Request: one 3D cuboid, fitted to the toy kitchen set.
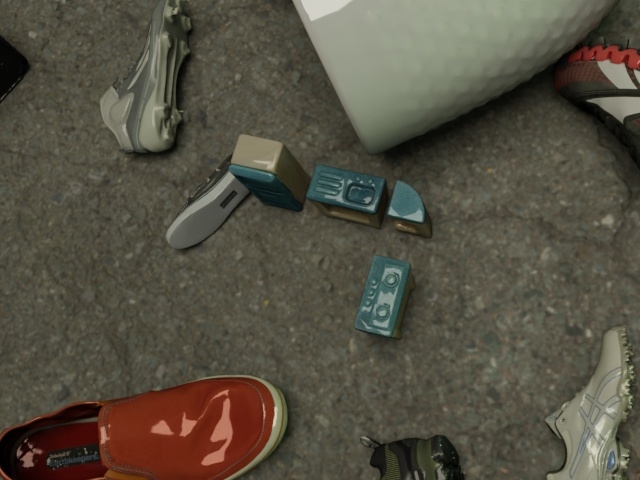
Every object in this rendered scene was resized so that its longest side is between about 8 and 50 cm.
[{"bbox_3d":[0.000,0.000,1.020,0.207,0.122,0.166,13,78,18],"label":"toy kitchen set"}]

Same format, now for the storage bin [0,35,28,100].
[{"bbox_3d":[-0.464,-0.232,1.178,0.084,0.180,0.122,41,88,20],"label":"storage bin"}]

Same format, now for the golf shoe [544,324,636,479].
[{"bbox_3d":[0.263,0.166,0.935,0.086,0.069,0.176,5,75,22],"label":"golf shoe"}]

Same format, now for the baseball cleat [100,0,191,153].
[{"bbox_3d":[-0.217,-0.205,1.165,0.109,0.072,0.205,-4,70,21],"label":"baseball cleat"}]

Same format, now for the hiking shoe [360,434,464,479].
[{"bbox_3d":[0.079,0.307,0.944,0.114,0.086,0.226,-5,67,28],"label":"hiking shoe"}]

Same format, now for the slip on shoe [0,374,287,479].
[{"bbox_3d":[-0.196,0.215,1.023,0.331,0.101,0.123,-11,70,10],"label":"slip on shoe"}]

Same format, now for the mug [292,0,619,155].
[{"bbox_3d":[0.133,-0.307,1.016,0.328,0.276,0.374,-25,38,6],"label":"mug"}]

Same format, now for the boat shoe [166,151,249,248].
[{"bbox_3d":[-0.127,-0.048,1.112,0.142,0.049,0.040,-43,50,-2],"label":"boat shoe"}]

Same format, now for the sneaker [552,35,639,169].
[{"bbox_3d":[0.331,-0.119,0.948,0.276,0.098,0.135,28,95,46],"label":"sneaker"}]
